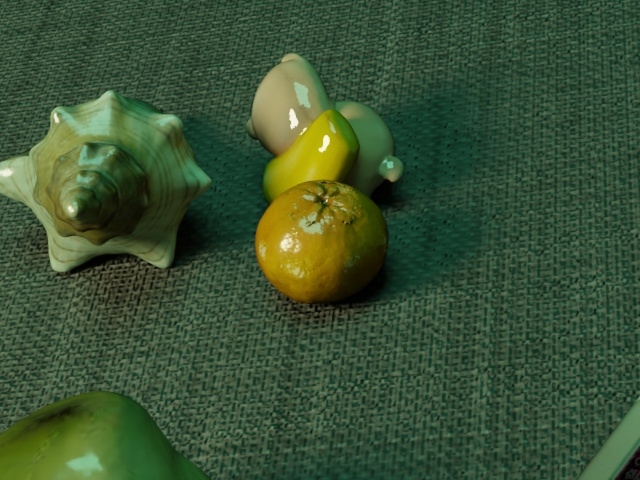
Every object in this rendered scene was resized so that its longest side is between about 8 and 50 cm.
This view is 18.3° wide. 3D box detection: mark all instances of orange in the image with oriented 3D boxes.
[{"bbox_3d":[0.000,0.000,1.210,0.083,0.070,0.083,-6,37,5],"label":"orange"}]

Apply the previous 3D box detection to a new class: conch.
[{"bbox_3d":[-0.145,-0.031,1.288,0.137,0.114,0.234,-11,-1,-11],"label":"conch"}]

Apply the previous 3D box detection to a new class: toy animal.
[{"bbox_3d":[0.004,-0.061,1.295,0.082,0.091,0.114,-3,40,-34],"label":"toy animal"}]

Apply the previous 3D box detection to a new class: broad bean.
[{"bbox_3d":[-0.151,0.179,0.957,0.189,0.121,0.263,-20,19,30],"label":"broad bean"}]

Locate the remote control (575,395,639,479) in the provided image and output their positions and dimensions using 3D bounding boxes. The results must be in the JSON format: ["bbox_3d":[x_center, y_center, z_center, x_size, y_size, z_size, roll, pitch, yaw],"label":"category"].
[{"bbox_3d":[0.172,0.147,0.940,0.140,0.056,0.296,4,43,46],"label":"remote control"}]
